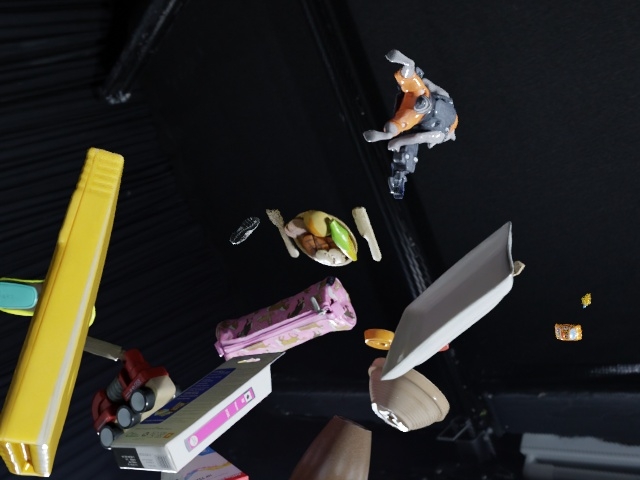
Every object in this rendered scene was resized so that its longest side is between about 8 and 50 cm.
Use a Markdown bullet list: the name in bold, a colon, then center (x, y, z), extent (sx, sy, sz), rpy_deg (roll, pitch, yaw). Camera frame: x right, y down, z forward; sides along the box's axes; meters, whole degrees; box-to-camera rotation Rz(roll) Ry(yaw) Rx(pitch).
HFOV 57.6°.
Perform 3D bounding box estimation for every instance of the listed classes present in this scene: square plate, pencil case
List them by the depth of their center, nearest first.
- **square plate**: center (0.287, 0.128, 1.247), extent (0.049, 0.344, 0.347), rpy_deg (45, -65, -1)
- **pencil case**: center (-0.099, 0.233, 1.612), extent (0.386, 0.160, 0.167), rpy_deg (-24, -46, 17)

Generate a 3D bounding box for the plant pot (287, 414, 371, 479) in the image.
- **plant pot**: center (0.044, 0.596, 1.551), extent (0.215, 0.215, 0.230), rpy_deg (15, -103, 42)

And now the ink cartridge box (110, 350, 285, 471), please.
- **ink cartridge box**: center (-0.236, 0.345, 1.222), extent (0.176, 0.371, 0.069), rpy_deg (-14, -78, 36)

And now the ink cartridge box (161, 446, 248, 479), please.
- **ink cartridge box**: center (-0.270, 0.592, 1.409), extent (0.231, 0.134, 0.078), rpy_deg (13, -80, 44)

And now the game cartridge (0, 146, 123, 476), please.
- **game cartridge**: center (-0.294, 0.088, 0.673), extent (0.285, 0.053, 0.323), rpy_deg (131, -34, -55)

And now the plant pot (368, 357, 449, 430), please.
- **plant pot**: center (0.215, 0.432, 1.565), extent (0.237, 0.109, 0.237), rpy_deg (31, -26, 17)

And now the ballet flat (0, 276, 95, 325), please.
- **ballet flat**: center (-0.459, 0.101, 0.996), extent (0.231, 0.077, 0.077), rpy_deg (8, -91, 21)

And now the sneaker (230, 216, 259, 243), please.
- **sneaker**: center (-0.231, -0.032, 1.793), extent (0.109, 0.044, 0.040), rpy_deg (-40, -100, 3)

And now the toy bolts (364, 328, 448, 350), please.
- **toy bolts**: center (0.257, 0.229, 1.660), extent (0.228, 0.218, 0.158), rpy_deg (-38, -145, 57)

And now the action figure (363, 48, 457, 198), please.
- **action figure**: center (0.239, -0.271, 1.418), extent (0.179, 0.330, 0.341), rpy_deg (7, -85, 35)

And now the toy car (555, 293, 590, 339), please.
- **toy car**: center (0.554, 0.171, 1.293), extent (0.060, 0.040, 0.122), rpy_deg (20, -67, 38)

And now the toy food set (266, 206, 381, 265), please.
- **toy food set**: center (0.000, 0.000, 0.992), extent (0.192, 0.038, 0.132), rpy_deg (0, -48, 33)

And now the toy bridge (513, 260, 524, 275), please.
- **toy bridge**: center (0.468, 0.091, 1.519), extent (0.026, 0.188, 0.063), rpy_deg (45, -57, 33)

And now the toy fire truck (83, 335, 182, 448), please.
- **toy fire truck**: center (-0.498, 0.351, 1.421), extent (0.217, 0.158, 0.246), rpy_deg (-48, -114, 20)
